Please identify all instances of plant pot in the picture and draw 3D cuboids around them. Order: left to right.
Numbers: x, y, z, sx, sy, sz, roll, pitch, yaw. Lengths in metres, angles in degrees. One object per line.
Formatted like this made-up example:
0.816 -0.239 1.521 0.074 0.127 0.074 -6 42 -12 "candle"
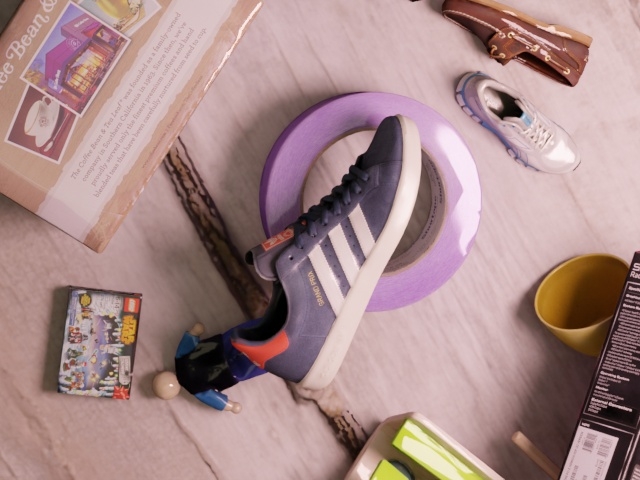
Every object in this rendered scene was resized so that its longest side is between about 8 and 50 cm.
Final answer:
0.359 0.097 1.851 0.134 0.134 0.095 -35 126 -3 "plant pot"

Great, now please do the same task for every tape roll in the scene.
0.062 -0.051 1.801 0.274 0.090 0.275 -1 96 -7 "tape roll"

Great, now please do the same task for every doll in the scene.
-0.125 0.161 1.820 0.189 0.046 0.129 -20 98 -6 "doll"

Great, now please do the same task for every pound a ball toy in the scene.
0.207 0.342 1.862 0.319 0.136 0.208 39 65 -10 "pound a ball toy"

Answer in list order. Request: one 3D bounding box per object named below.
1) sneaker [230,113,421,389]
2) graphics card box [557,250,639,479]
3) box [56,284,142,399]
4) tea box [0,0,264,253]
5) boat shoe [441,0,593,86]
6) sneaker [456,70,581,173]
0.000 0.000 1.686 0.148 0.131 0.350 22 93 -14 "sneaker"
0.421 0.221 1.788 0.233 0.094 0.371 30 77 -51 "graphics card box"
-0.281 0.130 1.803 0.094 0.027 0.137 6 95 -10 "box"
-0.255 -0.191 1.622 0.220 0.323 0.329 33 92 -10 "tea box"
0.247 -0.257 1.812 0.207 0.073 0.073 19 92 -9 "boat shoe"
0.260 -0.146 1.822 0.190 0.083 0.071 34 89 -11 "sneaker"
